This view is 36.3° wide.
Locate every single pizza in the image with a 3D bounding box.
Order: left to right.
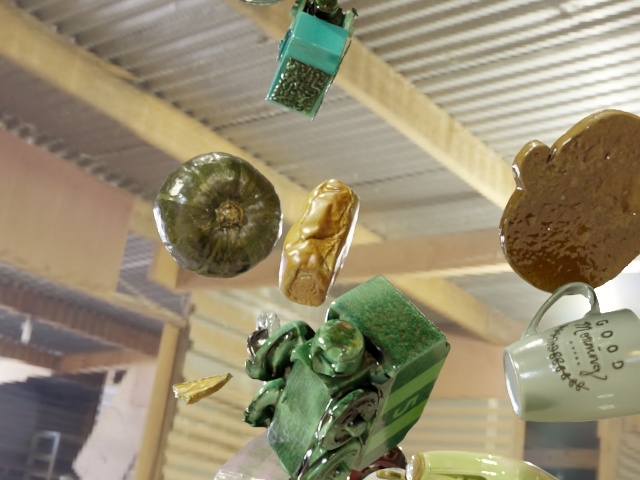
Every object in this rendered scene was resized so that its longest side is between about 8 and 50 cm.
[{"bbox_3d":[-0.225,0.270,1.770,0.109,0.026,0.123,-4,12,39],"label":"pizza"}]

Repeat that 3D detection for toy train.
[{"bbox_3d":[-0.018,-0.309,1.640,0.112,0.163,0.203,19,-33,-5],"label":"toy train"},{"bbox_3d":[0.031,0.187,1.252,0.238,0.167,0.299,-28,-29,-32],"label":"toy train"}]

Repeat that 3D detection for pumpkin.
[{"bbox_3d":[-0.175,-0.042,1.677,0.224,0.223,0.157,18,-7,-27],"label":"pumpkin"}]

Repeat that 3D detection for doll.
[{"bbox_3d":[-0.075,0.177,1.460,0.070,0.195,0.096,11,-52,-23],"label":"doll"}]

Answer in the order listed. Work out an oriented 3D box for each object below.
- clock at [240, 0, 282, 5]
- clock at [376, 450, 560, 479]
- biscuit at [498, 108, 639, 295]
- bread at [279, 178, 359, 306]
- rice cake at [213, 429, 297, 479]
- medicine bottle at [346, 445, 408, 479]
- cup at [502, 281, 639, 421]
[{"bbox_3d":[-0.140,-0.558,1.537,0.386,0.076,0.386,32,-31,23],"label":"clock"},{"bbox_3d":[0.246,0.421,1.616,0.308,0.096,0.235,-6,-28,40],"label":"clock"},{"bbox_3d":[0.480,-0.074,1.799,0.314,0.367,0.063,33,18,-14],"label":"biscuit"},{"bbox_3d":[0.000,0.000,2.226,0.132,0.294,0.167,12,-44,9],"label":"bread"},{"bbox_3d":[-0.064,0.329,1.444,0.106,0.050,0.298,9,7,14],"label":"rice cake"},{"bbox_3d":[0.097,0.510,2.005,0.242,0.242,0.395,17,-4,-26],"label":"medicine bottle"},{"bbox_3d":[0.446,0.199,1.744,0.234,0.258,0.186,-9,-30,0],"label":"cup"}]
